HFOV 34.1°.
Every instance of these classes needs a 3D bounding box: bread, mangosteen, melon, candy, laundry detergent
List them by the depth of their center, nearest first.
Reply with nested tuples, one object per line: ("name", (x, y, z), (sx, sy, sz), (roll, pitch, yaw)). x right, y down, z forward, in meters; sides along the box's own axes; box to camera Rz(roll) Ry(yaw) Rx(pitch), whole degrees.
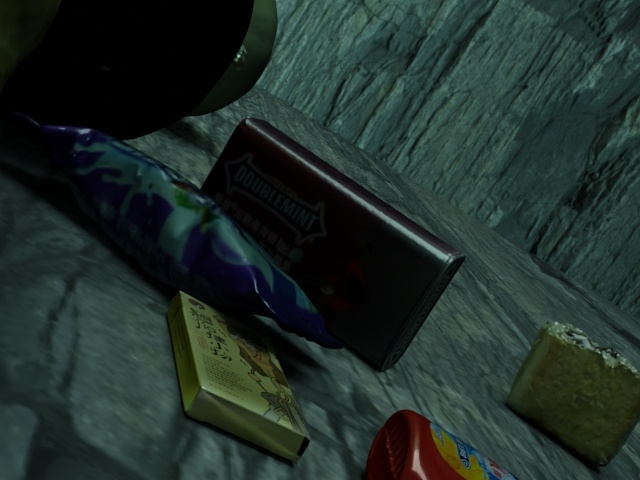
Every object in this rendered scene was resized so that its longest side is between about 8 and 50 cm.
("laundry detergent", (0.106, 0.164, 0.607), (0.165, 0.049, 0.097), (32, 16, -11))
("candy", (-0.101, -0.006, 0.760), (0.275, 0.070, 0.145), (34, 1, 24))
("mangosteen", (-0.191, -0.236, 0.890), (0.297, 0.313, 0.297), (18, -34, 12))
("bread", (0.254, 0.146, 1.019), (0.125, 0.106, 0.082), (32, 15, 21))
("melon", (-0.184, -0.291, 1.392), (0.271, 0.272, 0.308), (32, -23, -3))

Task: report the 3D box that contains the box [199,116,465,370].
("box", (0.000, 0.000, 0.897), (0.224, 0.120, 0.069), (37, 14, 16))

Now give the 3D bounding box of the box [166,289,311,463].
("box", (-0.053, 0.077, 0.622), (0.073, 0.020, 0.149), (29, 10, -21))

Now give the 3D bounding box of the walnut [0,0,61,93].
("walnut", (-0.263, -0.156, 0.500), (0.283, 0.227, 0.283), (29, -28, 18))
